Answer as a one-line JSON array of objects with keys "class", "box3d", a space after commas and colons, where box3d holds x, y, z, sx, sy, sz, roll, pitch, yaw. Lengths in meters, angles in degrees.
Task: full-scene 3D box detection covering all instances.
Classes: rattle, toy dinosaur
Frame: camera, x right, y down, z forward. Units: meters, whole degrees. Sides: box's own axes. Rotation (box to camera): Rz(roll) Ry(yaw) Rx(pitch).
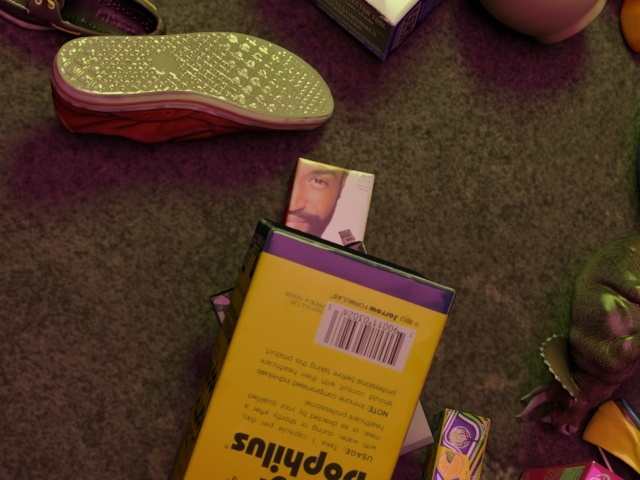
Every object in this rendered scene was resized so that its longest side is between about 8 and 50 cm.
[{"class": "rattle", "box3d": [0.445, -0.346, 1.662, 0.199, 0.130, 0.143, -45, 114, -47]}, {"class": "toy dinosaur", "box3d": [0.338, 0.075, 1.476, 0.160, 0.121, 0.314, 20, 84, 17]}]

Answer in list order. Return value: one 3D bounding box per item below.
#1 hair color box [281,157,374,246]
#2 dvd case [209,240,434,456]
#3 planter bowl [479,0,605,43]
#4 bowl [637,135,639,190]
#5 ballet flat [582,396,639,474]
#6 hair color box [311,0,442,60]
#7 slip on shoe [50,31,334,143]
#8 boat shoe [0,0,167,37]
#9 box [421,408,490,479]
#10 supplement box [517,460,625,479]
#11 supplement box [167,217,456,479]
[{"class": "hair color box", "box3d": [0.000, 0.000, 1.513, 0.093, 0.053, 0.167, 12, 76, -7]}, {"class": "dvd case", "box3d": [0.003, 0.142, 1.461, 0.179, 0.029, 0.239, -20, 96, -5]}, {"class": "planter bowl", "box3d": [0.272, -0.304, 1.581, 0.162, 0.162, 0.109, -48, 115, -15]}, {"class": "bowl", "box3d": [0.571, -0.086, 1.620, 0.391, 0.077, 0.391, 2, 79, -9]}, {"class": "ballet flat", "box3d": [0.390, 0.283, 1.523, 0.077, 0.077, 0.231, -43, 86, 6]}, {"class": "hair color box", "box3d": [0.120, -0.399, 1.579, 0.185, 0.110, 0.339, 41, 73, 8]}, {"class": "slip on shoe", "box3d": [-0.143, -0.164, 1.502, 0.331, 0.101, 0.123, -1, 59, -24]}, {"class": "boat shoe", "box3d": [-0.282, -0.272, 1.508, 0.227, 0.069, 0.081, 19, 76, -6]}, {"class": "box", "box3d": [0.141, 0.276, 1.478, 0.054, 0.059, 0.169, 13, 76, -5]}, {"class": "supplement box", "box3d": [0.270, 0.313, 1.411, 0.111, 0.220, 0.114, 32, 75, -3]}, {"class": "supplement box", "box3d": [-0.026, 0.177, 1.346, 0.195, 0.194, 0.357, 19, 91, -7]}]
